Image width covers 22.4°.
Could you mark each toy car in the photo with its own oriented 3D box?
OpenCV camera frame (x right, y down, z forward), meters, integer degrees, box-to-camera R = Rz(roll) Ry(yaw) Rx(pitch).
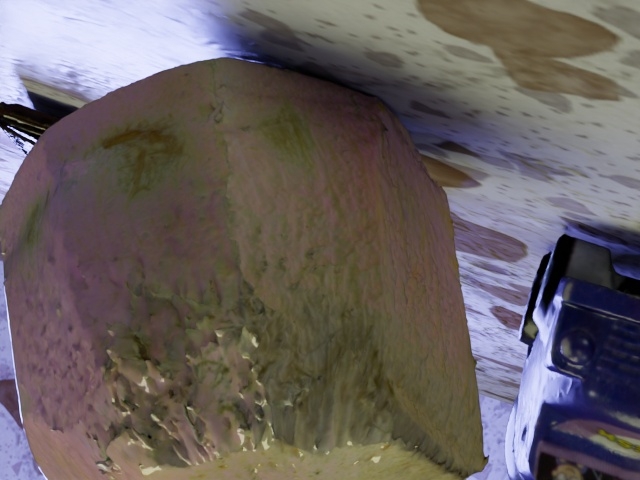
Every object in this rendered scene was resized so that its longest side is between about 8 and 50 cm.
[{"bbox_3d":[0.200,0.098,1.002,0.172,0.158,0.235,17,173,9],"label":"toy car"}]

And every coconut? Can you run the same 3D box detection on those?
[{"bbox_3d":[-0.040,0.026,0.807,0.233,0.245,0.233,-8,149,-5],"label":"coconut"}]

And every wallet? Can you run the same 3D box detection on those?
[{"bbox_3d":[-0.175,-0.060,1.254,0.132,0.039,0.243,18,173,-3],"label":"wallet"}]

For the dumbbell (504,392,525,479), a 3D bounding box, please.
[{"bbox_3d":[0.307,0.189,1.356,0.185,0.185,0.388,22,173,-29],"label":"dumbbell"}]
